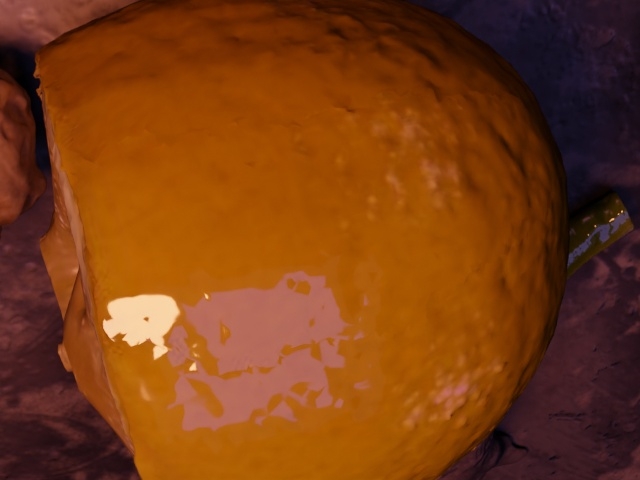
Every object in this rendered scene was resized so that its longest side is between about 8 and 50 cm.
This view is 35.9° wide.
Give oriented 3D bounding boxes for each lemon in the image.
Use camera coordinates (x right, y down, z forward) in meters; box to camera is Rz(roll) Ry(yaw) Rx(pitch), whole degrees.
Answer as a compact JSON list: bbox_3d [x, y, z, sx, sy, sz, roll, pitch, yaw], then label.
[{"bbox_3d":[0.000,0.000,0.627,0.364,0.364,0.364,-7,125,-10],"label":"lemon"}]

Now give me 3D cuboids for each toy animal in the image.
[{"bbox_3d":[0.096,0.174,0.878,0.206,0.081,0.367,-30,148,-8],"label":"toy animal"}]

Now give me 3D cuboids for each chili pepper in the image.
[{"bbox_3d":[0.196,0.034,0.884,0.052,0.050,0.201,44,109,4],"label":"chili pepper"}]

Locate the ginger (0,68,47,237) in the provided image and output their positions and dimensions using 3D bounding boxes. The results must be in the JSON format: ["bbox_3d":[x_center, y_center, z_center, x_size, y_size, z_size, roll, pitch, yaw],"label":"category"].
[{"bbox_3d":[-0.344,-0.003,0.661,0.354,0.126,0.190,-40,129,11],"label":"ginger"}]
